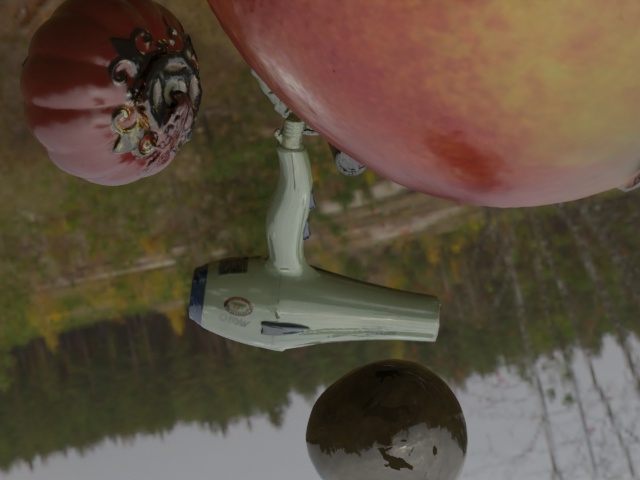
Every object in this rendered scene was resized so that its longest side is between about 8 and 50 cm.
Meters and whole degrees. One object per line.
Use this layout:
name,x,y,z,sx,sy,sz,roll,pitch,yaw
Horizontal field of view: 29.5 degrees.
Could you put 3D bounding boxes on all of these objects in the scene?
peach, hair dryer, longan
peach,0.089,-0.193,0.709,0.370,0.370,0.370,-12,175,-1
hair dryer,0.024,0.028,1.421,0.296,0.119,0.298,23,120,-14
longan,0.109,0.298,1.856,0.246,0.246,0.215,-14,-170,20

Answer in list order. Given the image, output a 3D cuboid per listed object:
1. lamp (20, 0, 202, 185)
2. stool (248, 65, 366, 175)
lamp,-0.231,-0.174,1.390,0.227,0.226,0.227,-12,175,-1
stool,0.047,-0.307,1.816,0.310,0.310,0.226,-35,-150,0
